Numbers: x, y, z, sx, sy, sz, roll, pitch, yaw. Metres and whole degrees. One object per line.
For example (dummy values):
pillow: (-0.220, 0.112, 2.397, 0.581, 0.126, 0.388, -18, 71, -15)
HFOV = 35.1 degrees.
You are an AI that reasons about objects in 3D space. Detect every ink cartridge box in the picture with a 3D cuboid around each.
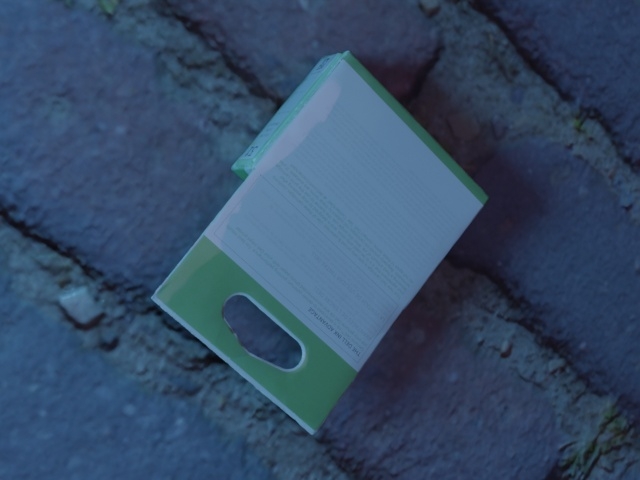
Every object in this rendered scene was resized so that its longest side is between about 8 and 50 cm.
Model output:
ink cartridge box: (0.000, 0.000, 0.762, 0.171, 0.056, 0.235, 43, 77, -21)
